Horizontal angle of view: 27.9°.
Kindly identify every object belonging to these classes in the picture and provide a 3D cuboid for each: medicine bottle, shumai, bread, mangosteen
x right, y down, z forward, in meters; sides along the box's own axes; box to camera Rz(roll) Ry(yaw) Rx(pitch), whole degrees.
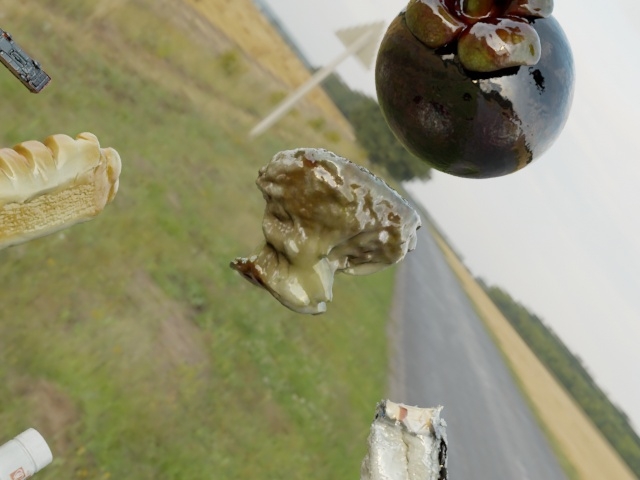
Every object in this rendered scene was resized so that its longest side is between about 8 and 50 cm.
[{"bbox_3d":[-0.408,0.296,1.713,0.057,0.089,0.057,35,-37,32],"label":"medicine bottle"},{"bbox_3d":[0.000,0.000,1.300,0.161,0.153,0.209,31,-8,23],"label":"shumai"},{"bbox_3d":[-0.464,-0.081,2.051,0.311,0.173,0.121,-20,51,-39],"label":"bread"},{"bbox_3d":[0.291,-0.321,2.304,0.382,0.382,0.435,53,-32,22],"label":"mangosteen"}]

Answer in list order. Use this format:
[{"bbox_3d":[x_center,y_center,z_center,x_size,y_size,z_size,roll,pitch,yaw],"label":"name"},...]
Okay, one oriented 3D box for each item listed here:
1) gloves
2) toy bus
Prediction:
[{"bbox_3d":[0.110,0.283,1.651,0.114,0.153,0.070,8,-14,8],"label":"gloves"},{"bbox_3d":[-0.399,-0.237,1.669,0.110,0.031,0.043,47,-19,-21],"label":"toy bus"}]
